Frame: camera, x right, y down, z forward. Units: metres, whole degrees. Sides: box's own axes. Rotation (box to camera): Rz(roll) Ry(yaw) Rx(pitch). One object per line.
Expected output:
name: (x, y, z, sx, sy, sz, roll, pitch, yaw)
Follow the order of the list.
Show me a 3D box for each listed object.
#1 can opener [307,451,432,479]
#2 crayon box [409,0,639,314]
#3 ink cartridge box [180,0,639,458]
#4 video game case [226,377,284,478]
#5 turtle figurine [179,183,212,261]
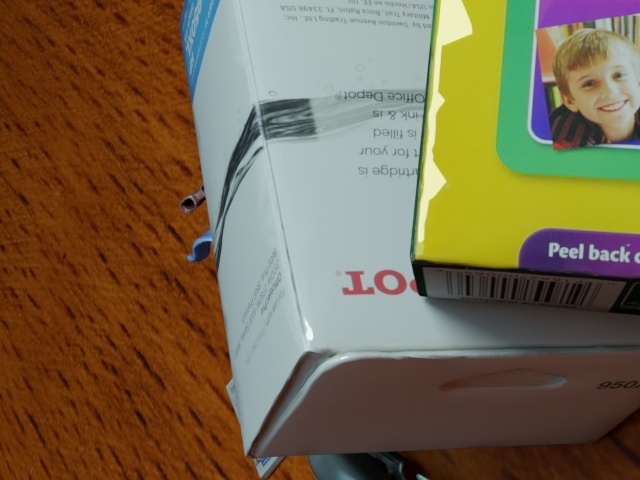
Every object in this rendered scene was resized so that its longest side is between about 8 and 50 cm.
can opener: (0.088, 0.238, 0.905, 0.280, 0.093, 0.074, 24, 99, 48)
crayon box: (0.244, -0.115, 0.634, 0.362, 0.106, 0.313, 5, 77, 8)
ink cartridge box: (0.067, -0.054, 0.840, 0.166, 0.285, 0.395, 118, 147, -52)
video game case: (-0.054, 0.168, 1.171, 0.087, 0.011, 0.122, -53, 42, 26)
turtle figurine: (0.000, 0.000, 1.087, 0.266, 0.274, 0.198, -111, 23, -64)
